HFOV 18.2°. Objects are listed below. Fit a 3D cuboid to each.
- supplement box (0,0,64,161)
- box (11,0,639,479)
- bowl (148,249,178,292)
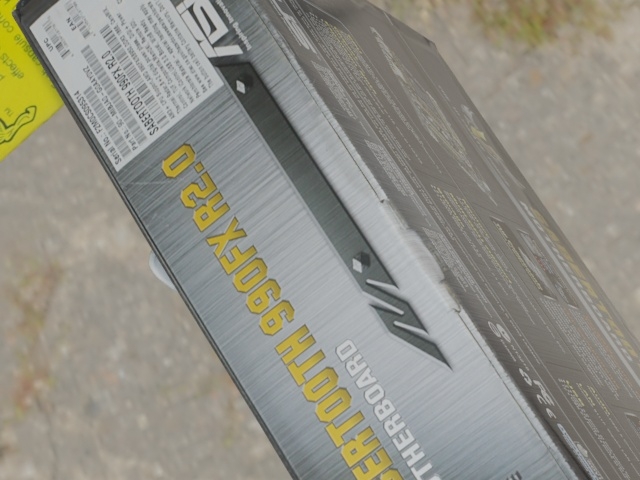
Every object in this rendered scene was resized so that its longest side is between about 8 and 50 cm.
[{"bbox_3d":[-0.241,-0.158,1.086,0.356,0.194,0.195,-42,135,-4],"label":"supplement box"},{"bbox_3d":[0.037,0.030,0.517,0.056,0.231,0.183,-37,160,14],"label":"box"},{"bbox_3d":[0.000,0.000,0.988,0.142,0.053,0.142,29,144,-21],"label":"bowl"}]
